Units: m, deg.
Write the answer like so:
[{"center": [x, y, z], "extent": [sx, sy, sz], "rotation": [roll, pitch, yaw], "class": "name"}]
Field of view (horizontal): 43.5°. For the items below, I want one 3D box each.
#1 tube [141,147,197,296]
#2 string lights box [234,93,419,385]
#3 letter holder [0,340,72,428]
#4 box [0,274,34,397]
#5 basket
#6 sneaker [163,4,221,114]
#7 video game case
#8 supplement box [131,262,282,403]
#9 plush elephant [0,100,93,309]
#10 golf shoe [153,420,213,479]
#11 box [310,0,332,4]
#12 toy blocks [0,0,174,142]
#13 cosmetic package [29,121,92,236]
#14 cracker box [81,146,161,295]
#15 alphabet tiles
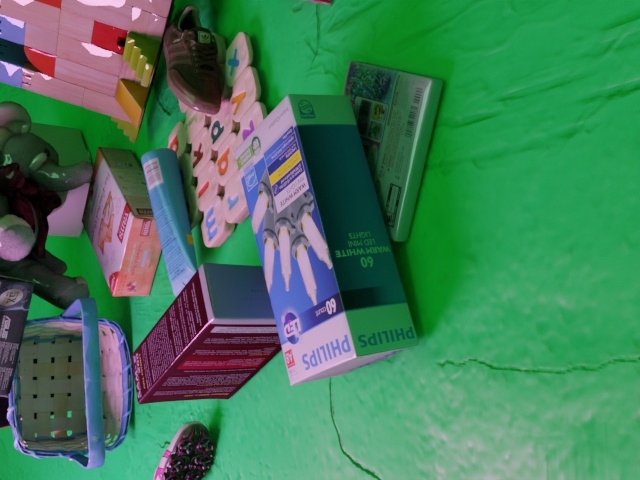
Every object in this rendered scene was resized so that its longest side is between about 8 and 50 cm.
[{"center": [-0.213, -0.030, 1.149], "extent": [0.080, 0.052, 0.207], "rotation": [-39, 60, 54], "class": "tube"}, {"center": [0.000, 0.000, 0.803], "extent": [0.133, 0.076, 0.260], "rotation": [-36, 64, 53], "class": "string lights box"}, {"center": [-0.607, 0.271, 1.472], "extent": [0.214, 0.301, 0.152], "rotation": [-20, 80, 46], "class": "letter holder"}, {"center": [-0.523, 0.144, 1.259], "extent": [0.147, 0.077, 0.180], "rotation": [-5, 73, 56], "class": "box"}, {"center": [-0.404, 0.230, 1.310], "extent": [0.289, 0.201, 0.255], "rotation": [160, 108, -63], "class": "basket"}, {"center": [-0.172, -0.249, 1.087], "extent": [0.071, 0.066, 0.188], "rotation": [-58, 43, 34], "class": "sneaker"}, {"center": [0.057, -0.094, 0.806], "extent": [0.143, 0.019, 0.157], "rotation": [30, 113, 54], "class": "video game case"}, {"center": [-0.124, 0.117, 0.961], "extent": [0.239, 0.130, 0.073], "rotation": [-47, 50, 43], "class": "supplement box"}, {"center": [-0.507, -0.073, 1.372], "extent": [0.330, 0.272, 0.255], "rotation": [18, 67, 26], "class": "plush elephant"}, {"center": [-0.203, 0.318, 1.120], "extent": [0.086, 0.067, 0.186], "rotation": [50, 127, 48], "class": "golf shoe"}, {"center": [-0.040, -0.405, 0.882], "extent": [0.122, 0.128, 0.257], "rotation": [33, 115, 53], "class": "box"}, {"center": [-0.360, -0.333, 1.187], "extent": [0.381, 0.260, 0.191], "rotation": [124, 159, -52], "class": "toy blocks"}, {"center": [-0.646, -0.133, 1.565], "extent": [0.155, 0.365, 0.197], "rotation": [-61, 38, 31], "class": "cosmetic package"}, {"center": [-0.333, -0.035, 1.350], "extent": [0.232, 0.067, 0.156], "rotation": [51, 129, 45], "class": "cracker box"}, {"center": [-0.146, -0.141, 1.117], "extent": [0.278, 0.021, 0.284], "rotation": [-43, 53, 46], "class": "alphabet tiles"}]
